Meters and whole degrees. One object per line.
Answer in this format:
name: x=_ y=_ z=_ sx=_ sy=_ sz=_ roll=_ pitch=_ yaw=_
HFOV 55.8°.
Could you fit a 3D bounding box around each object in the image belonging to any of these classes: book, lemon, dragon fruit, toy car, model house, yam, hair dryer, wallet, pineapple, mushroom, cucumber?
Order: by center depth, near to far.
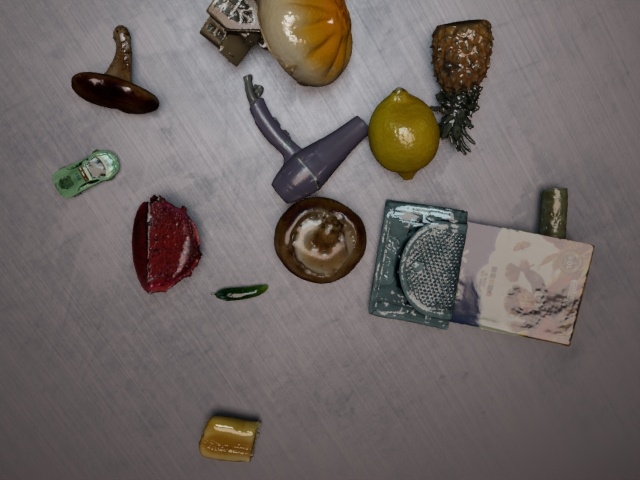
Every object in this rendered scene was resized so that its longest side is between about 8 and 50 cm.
model house: x=-0.159 y=-0.509 z=1.528 sx=0.248 sy=0.181 sz=0.176 roll=39 pitch=100 yaw=-3
mushroom: x=-0.515 y=-0.451 z=1.575 sx=0.227 sy=0.148 sz=0.218 roll=16 pitch=85 yaw=-10
lemon: x=0.219 y=-0.279 z=1.588 sx=0.186 sy=0.187 sz=0.244 roll=-12 pitch=104 yaw=1
pineapple: x=0.369 y=-0.400 z=1.593 sx=0.169 sy=0.169 sz=0.341 roll=-4 pitch=110 yaw=-1
hair dryer: x=-0.076 y=-0.312 z=1.623 sx=0.301 sy=0.121 sz=0.361 roll=-41 pitch=94 yaw=-2
toy car: x=-0.642 y=-0.184 z=1.647 sx=0.186 sy=0.058 sz=0.093 roll=-25 pitch=99 yaw=4
mushroom: x=0.000 y=0.000 z=1.650 sx=0.253 sy=0.153 sz=0.253 roll=-1 pitch=107 yaw=-3
dragon fruit: x=-0.436 y=0.002 z=1.651 sx=0.189 sy=0.163 sz=0.262 roll=6 pitch=99 yaw=27
wallet: x=0.272 y=0.069 z=1.692 sx=0.237 sy=0.075 sz=0.342 roll=10 pitch=100 yaw=11
yam: x=0.652 y=-0.062 z=1.697 sx=0.078 sy=0.078 sz=0.179 roll=-2 pitch=101 yaw=-1
book: x=0.514 y=0.112 z=1.699 sx=0.427 sy=0.039 sz=0.300 roll=11 pitch=102 yaw=10
cucumber: x=-0.232 y=0.153 z=1.735 sx=0.167 sy=0.039 sz=0.039 roll=-7 pitch=101 yaw=-2

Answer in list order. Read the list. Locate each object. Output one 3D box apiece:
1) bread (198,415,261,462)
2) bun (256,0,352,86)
bread: x=-0.268 y=0.586 z=1.796 sx=0.173 sy=0.085 sz=0.134 roll=13 pitch=104 yaw=-5
bun: x=-0.012 y=-0.526 z=1.465 sx=0.164 sy=0.299 sz=0.299 roll=-16 pitch=103 yaw=34
